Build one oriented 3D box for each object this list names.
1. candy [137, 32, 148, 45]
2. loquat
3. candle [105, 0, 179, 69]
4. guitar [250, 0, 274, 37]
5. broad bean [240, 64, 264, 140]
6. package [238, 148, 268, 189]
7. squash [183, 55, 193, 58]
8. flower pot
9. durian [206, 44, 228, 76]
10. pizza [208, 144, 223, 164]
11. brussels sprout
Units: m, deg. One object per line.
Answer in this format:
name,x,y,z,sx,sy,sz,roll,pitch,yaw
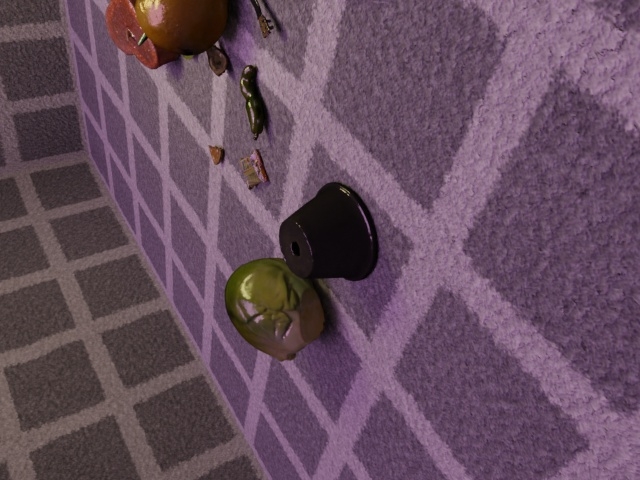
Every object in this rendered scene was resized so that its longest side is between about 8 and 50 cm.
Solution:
candy,-0.482,-0.737,1.684,0.323,0.097,0.097,-51,58,22
loquat,-0.392,-0.666,1.549,0.263,0.263,0.262,37,137,45
candle,-0.666,-0.782,1.979,0.317,0.131,0.287,36,145,21
guitar,-0.175,-0.638,1.411,0.271,0.038,0.084,65,151,14
broad bean,-0.196,-0.399,1.585,0.070,0.048,0.213,16,117,57
package,-0.215,-0.225,1.743,0.121,0.031,0.107,-13,96,55
squash,-0.462,-0.714,1.821,0.200,0.075,0.090,72,179,-52
flower pot,0.000,0.000,1.383,0.269,0.166,0.268,40,141,44
durian,-0.324,-0.559,1.689,0.052,0.066,0.130,-42,62,59
pizza,-0.374,-0.319,1.958,0.078,0.025,0.083,55,141,16
brussels sprout,-0.136,0.197,1.658,0.344,0.268,0.344,30,147,23
